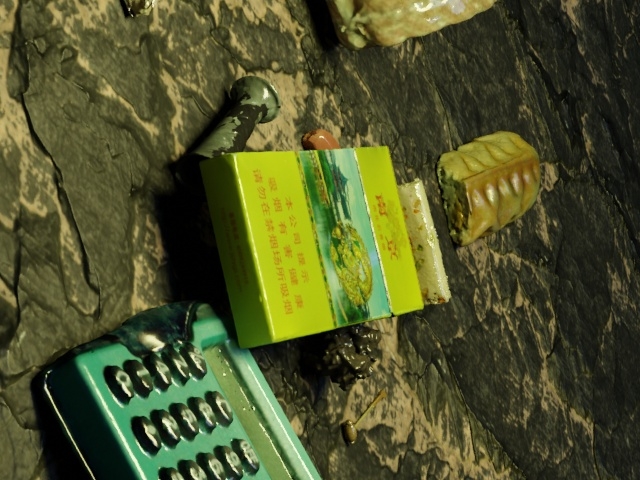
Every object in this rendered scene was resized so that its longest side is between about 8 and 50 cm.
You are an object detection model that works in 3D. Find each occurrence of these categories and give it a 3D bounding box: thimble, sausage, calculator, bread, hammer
[{"bbox_3d":[0.105,-0.319,2.034,0.229,0.196,0.148,-44,120,-60],"label":"thimble"},{"bbox_3d":[0.024,-0.072,1.964,0.147,0.030,0.035,57,34,-35],"label":"sausage"},{"bbox_3d":[-0.109,0.177,1.507,0.248,0.058,0.274,60,27,10],"label":"calculator"},{"bbox_3d":[0.235,-0.080,2.320,0.232,0.088,0.128,-28,97,-57],"label":"bread"},{"bbox_3d":[0.052,0.196,1.936,0.123,0.014,0.029,-41,125,-63],"label":"hammer"},{"bbox_3d":[0.108,0.005,2.053,0.028,0.068,0.154,-24,102,-64],"label":"bread"}]

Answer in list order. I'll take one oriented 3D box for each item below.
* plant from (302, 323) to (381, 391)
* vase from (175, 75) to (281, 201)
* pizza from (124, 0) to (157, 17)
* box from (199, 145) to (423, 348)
[{"bbox_3d":[0.026,0.088,1.865,0.087,0.085,0.174,84,8,-52],"label":"plant"},{"bbox_3d":[-0.092,-0.105,1.726,0.059,0.059,0.167,64,30,-26],"label":"vase"},{"bbox_3d":[-0.167,-0.309,1.674,0.185,0.052,0.195,31,54,-51],"label":"pizza"},{"bbox_3d":[0.000,0.000,1.734,0.335,0.047,0.187,-7,83,-62],"label":"box"}]
